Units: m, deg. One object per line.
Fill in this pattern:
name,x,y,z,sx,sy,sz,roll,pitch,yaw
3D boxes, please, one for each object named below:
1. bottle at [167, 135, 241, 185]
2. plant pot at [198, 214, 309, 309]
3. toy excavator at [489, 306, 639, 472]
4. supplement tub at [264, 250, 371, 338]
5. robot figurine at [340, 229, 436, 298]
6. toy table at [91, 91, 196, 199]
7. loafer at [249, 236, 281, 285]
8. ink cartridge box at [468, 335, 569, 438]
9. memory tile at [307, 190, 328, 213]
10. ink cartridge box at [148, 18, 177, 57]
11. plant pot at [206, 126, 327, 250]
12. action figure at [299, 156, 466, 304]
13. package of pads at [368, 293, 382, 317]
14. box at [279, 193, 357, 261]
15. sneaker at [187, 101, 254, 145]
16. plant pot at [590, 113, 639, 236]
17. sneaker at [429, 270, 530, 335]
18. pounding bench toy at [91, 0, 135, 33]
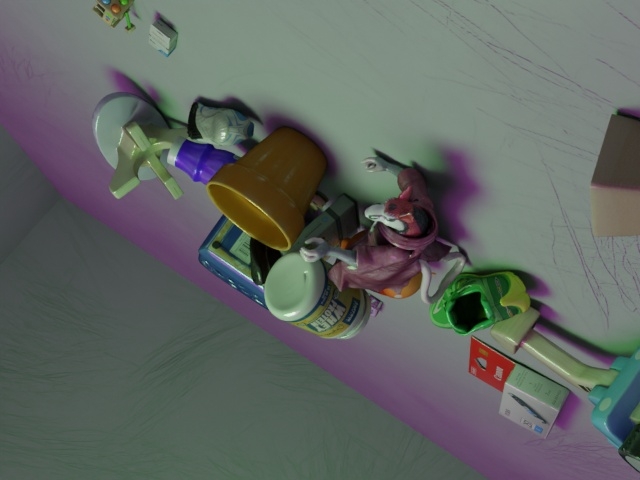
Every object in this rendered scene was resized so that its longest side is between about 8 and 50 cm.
bottle,-0.196,-0.143,1.641,0.283,0.092,0.118,24,175,-1
plant pot,-0.149,0.012,1.792,0.236,0.236,0.212,35,173,4
toy excavator,0.540,0.281,1.319,0.433,0.222,0.445,39,171,-4
supplement tub,-0.001,0.117,1.515,0.144,0.144,0.200,19,172,44
robot figurine,0.133,0.051,1.584,0.219,0.128,0.158,18,156,45
toy table,-0.426,-0.221,1.817,0.161,0.252,0.274,45,180,37
loafer,-0.109,0.012,1.591,0.078,0.220,0.080,-1,127,-2
ink cartridge box,0.478,0.378,1.883,0.261,0.066,0.296,28,161,22
memory tile,-0.044,-0.108,1.706,0.113,0.012,0.148,39,162,-7
ink cartridge box,-0.303,-0.393,1.433,0.048,0.028,0.083,38,163,-6
plant pot,-0.089,-0.115,1.479,0.205,0.188,0.205,33,162,12
action figure,0.132,0.014,1.297,0.276,0.248,0.370,35,165,3
package of pads,0.141,0.181,2.072,0.050,0.032,0.083,31,162,11
box,0.000,0.000,1.605,0.038,0.186,0.145,44,166,22
sneaker,-0.220,-0.245,1.587,0.086,0.085,0.237,5,-168,-34
plant pot,0.377,-0.069,0.864,0.096,0.109,0.109,11,152,28
sneaker,0.283,0.124,1.463,0.109,0.124,0.295,68,157,5
pounding bench toy,-0.385,-0.440,1.427,0.083,0.052,0.065,42,162,-17
